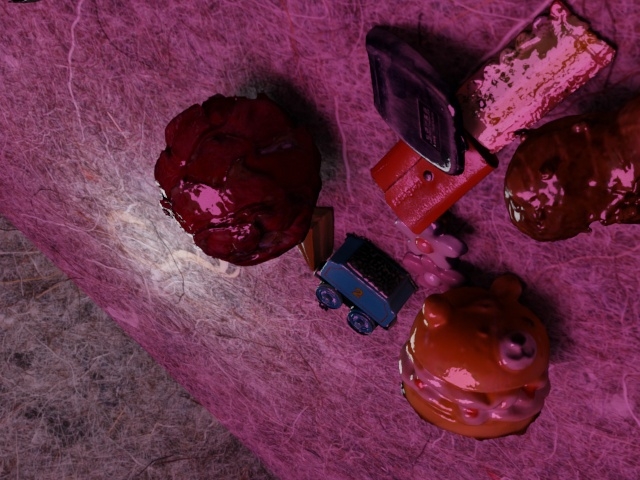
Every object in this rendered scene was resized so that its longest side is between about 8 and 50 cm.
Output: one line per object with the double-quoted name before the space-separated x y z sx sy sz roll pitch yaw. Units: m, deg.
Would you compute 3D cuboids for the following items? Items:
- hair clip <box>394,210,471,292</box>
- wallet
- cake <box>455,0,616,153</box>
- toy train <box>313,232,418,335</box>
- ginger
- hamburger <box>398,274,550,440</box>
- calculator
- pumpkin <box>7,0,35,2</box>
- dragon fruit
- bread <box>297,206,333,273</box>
"hair clip" 0.212 0.025 1.485 0.146 0.075 0.257 20 148 23
"wallet" 0.178 -0.117 1.302 0.142 0.045 0.204 53 135 8
"cake" 0.290 -0.229 1.105 0.109 0.090 0.225 46 130 -3
"toy train" 0.088 0.096 1.665 0.203 0.112 0.163 37 143 3
"ginger" 0.387 -0.103 0.970 0.418 0.254 0.176 -27 75 57
"hamburger" 0.286 0.195 1.439 0.276 0.276 0.236 23 128 28
"calculator" 0.143 -0.204 1.193 0.268 0.040 0.177 49 161 43
"pumpkin" -0.558 -0.590 1.442 0.320 0.192 0.320 31 148 22
"dragon fruit" -0.145 -0.111 1.477 0.329 0.329 0.329 28 147 21
"bread" 0.002 0.004 1.677 0.084 0.074 0.139 8 134 47
